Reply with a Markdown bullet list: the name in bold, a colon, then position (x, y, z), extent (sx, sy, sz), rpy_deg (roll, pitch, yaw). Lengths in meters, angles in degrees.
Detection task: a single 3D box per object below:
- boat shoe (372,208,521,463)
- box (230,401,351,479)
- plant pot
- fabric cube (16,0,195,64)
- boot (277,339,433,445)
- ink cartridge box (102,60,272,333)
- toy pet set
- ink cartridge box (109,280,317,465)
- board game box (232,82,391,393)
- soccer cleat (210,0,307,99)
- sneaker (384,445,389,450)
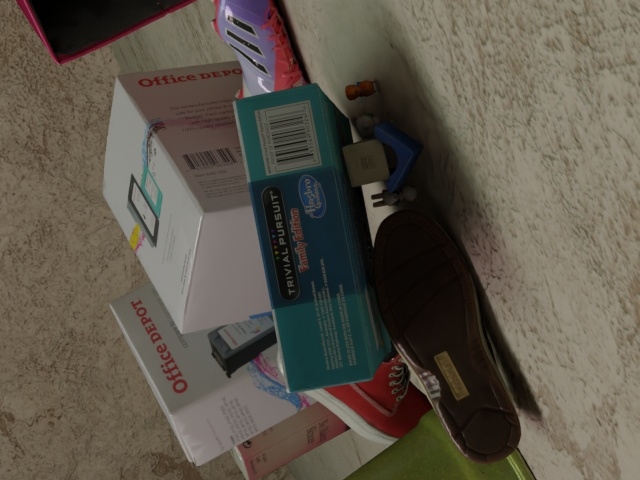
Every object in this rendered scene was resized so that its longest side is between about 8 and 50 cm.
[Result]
- **boat shoe**: position (0.116, 0.090, 1.432), extent (0.095, 0.095, 0.257), rpy_deg (-68, -41, -81)
- **box**: position (-0.043, 0.255, 2.288), extent (0.127, 0.232, 0.148), rpy_deg (59, 170, 21)
- **plant pot**: position (0.107, 0.340, 1.655), extent (0.276, 0.254, 0.276), rpy_deg (60, 169, 19)
- **fabric cube**: position (-0.235, -0.378, 1.542), extent (0.254, 0.259, 0.258), rpy_deg (68, 172, -29)
- **boot**: position (0.094, 0.159, 1.763), extent (0.244, 0.176, 0.088), rpy_deg (33, -134, -30)
- **ink cartridge box**: position (-0.123, -0.062, 1.805), extent (0.270, 0.198, 0.197), rpy_deg (56, 145, 38)
- **toy pet set**: position (0.066, -0.090, 1.366), extent (0.114, 0.065, 0.122), rpy_deg (-33, -70, -70)
- **ink cartridge box**: position (-0.085, 0.114, 1.908), extent (0.226, 0.306, 0.131), rpy_deg (54, 167, 41)
- **board game box**: position (0.000, 0.000, 1.398), extent (0.336, 0.079, 0.254), rpy_deg (7, -107, -85)
- **soccer cleat**: position (-0.056, -0.205, 1.644), extent (0.095, 0.083, 0.248), rpy_deg (24, 146, 26)
- **sneaker**: position (0.134, 0.358, 1.885), extent (0.235, 0.095, 0.090), rpy_deg (60, 171, 23)
